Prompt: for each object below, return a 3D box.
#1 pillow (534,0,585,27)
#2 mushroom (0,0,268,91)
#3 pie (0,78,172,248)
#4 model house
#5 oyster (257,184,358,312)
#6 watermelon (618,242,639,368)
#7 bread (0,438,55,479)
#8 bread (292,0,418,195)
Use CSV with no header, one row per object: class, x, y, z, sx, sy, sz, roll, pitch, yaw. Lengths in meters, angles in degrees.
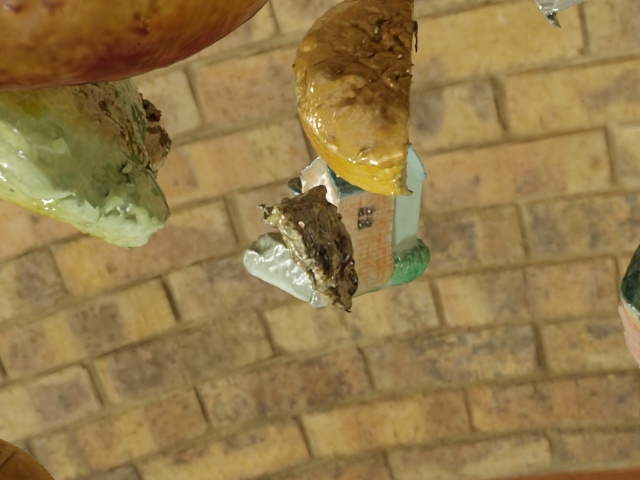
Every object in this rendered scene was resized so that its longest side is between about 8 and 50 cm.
pillow,0.374,-0.367,1.409,0.255,0.059,0.169,-10,-110,21
mushroom,-0.094,-0.179,0.375,0.267,0.267,0.254,-12,-160,9
pie,-0.205,-0.101,0.751,0.105,0.257,0.274,-43,-161,9
model house,0.041,-0.096,1.777,0.267,0.324,0.194,-13,-151,-42
oyster,-0.003,0.000,1.028,0.056,0.177,0.105,-23,-121,17
watermelon,0.449,0.100,1.143,0.283,0.292,0.250,-23,-157,-24
bread,-0.198,0.150,0.672,0.081,0.083,0.046,-25,164,-50
bread,0.043,-0.160,1.258,0.140,0.143,0.228,-2,-121,10
